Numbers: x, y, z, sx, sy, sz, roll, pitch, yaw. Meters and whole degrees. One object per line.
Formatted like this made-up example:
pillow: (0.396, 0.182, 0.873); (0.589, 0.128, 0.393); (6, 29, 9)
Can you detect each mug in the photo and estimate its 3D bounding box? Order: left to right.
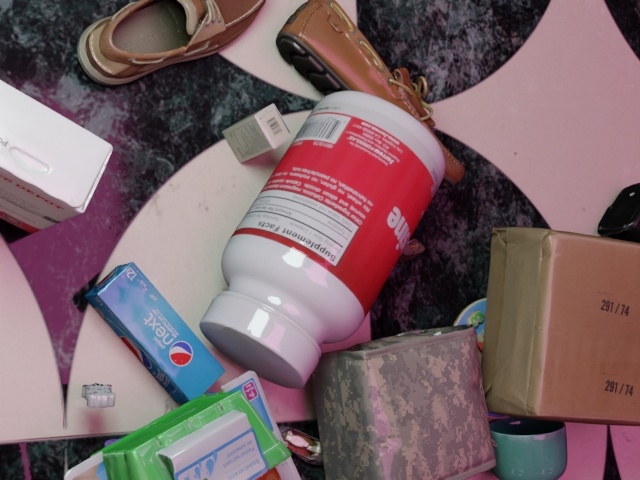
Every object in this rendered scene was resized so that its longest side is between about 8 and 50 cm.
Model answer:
mug: (0.355, 0.353, 1.784); (0.158, 0.129, 0.097); (-6, 94, -31)

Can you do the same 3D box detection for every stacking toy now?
stacking toy: (-0.232, 0.284, 1.475); (0.221, 0.052, 0.167); (4, 101, -23)

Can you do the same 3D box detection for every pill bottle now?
pill bottle: (0.000, 0.000, 1.573); (0.229, 0.229, 0.407); (39, 68, -20)

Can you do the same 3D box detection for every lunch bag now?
lunch bag: (0.142, 0.261, 1.650); (0.287, 0.169, 0.235); (-6, 86, -37)

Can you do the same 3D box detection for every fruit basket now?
fruit basket: (-0.124, 0.382, 1.360); (0.327, 0.165, 0.353); (-24, 88, -43)

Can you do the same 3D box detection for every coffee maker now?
coffee maker: (0.607, 0.008, 1.992); (0.178, 0.120, 0.171); (42, 94, -17)

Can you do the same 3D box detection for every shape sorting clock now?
shape sorting clock: (0.299, 0.200, 1.823); (0.206, 0.040, 0.206); (4, 82, -29)

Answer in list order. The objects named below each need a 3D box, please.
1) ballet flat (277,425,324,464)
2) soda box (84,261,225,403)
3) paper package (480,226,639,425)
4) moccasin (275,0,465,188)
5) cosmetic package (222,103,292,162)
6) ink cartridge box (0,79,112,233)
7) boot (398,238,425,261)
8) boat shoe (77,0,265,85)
ballet flat: (-0.020, 0.315, 1.631); (0.114, 0.041, 0.041); (28, 71, -24)
soda box: (-0.234, 0.132, 1.518); (0.071, 0.067, 0.210); (-45, 105, -25)
paper package: (0.441, 0.147, 1.779); (0.325, 0.168, 0.309); (7, 88, -28)
moccasin: (0.099, -0.236, 1.722); (0.380, 0.139, 0.147); (44, 74, -7)
cosmetic package: (-0.095, -0.159, 1.605); (0.041, 0.115, 0.060); (-36, 102, -29)
ink cartridge box: (-0.389, -0.100, 1.362); (0.172, 0.237, 0.100); (30, 70, -23)
boot: (0.141, 0.013, 1.715); (0.106, 0.114, 0.037); (-3, 86, -29)
boat shoe: (-0.196, -0.322, 1.568); (0.324, 0.116, 0.123); (-36, 101, -28)
